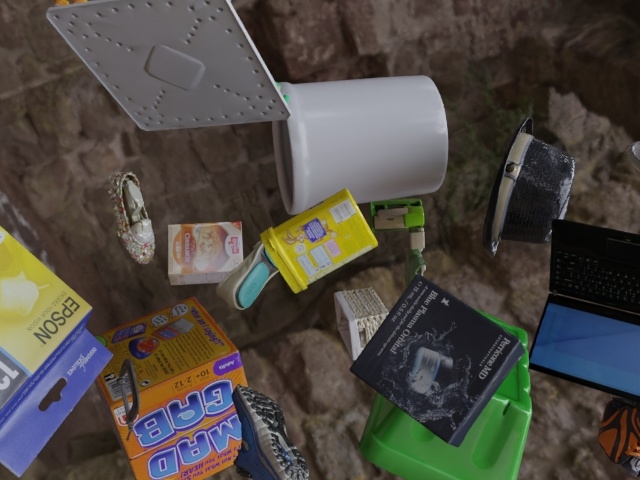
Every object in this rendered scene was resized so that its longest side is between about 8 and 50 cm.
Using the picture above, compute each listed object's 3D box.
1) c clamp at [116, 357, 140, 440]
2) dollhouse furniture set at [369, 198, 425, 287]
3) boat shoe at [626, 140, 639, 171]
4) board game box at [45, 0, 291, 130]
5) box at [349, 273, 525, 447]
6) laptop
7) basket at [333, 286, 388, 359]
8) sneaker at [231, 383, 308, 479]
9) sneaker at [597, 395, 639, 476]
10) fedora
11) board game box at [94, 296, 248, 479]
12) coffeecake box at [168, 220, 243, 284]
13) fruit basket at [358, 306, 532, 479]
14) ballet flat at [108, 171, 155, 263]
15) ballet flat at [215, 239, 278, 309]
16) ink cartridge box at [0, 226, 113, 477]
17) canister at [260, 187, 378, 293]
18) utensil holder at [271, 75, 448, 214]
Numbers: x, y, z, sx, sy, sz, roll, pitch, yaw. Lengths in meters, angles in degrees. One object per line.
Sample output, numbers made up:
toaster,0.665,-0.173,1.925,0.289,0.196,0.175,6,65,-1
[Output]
c clamp,-0.439,0.355,1.704,0.137,0.022,0.160,-52,-133,46
dollhouse furniture set,0.222,0.045,2.154,0.197,0.151,0.301,-75,161,-71
boat shoe,0.634,-0.136,1.364,0.063,0.066,0.184,47,6,-49
board game box,-0.301,-0.378,1.571,0.390,0.390,0.050,57,37,-55
box,0.151,0.153,0.961,0.158,0.156,0.093,34,-5,24
laptop,0.503,0.123,1.338,0.234,0.136,0.264,14,-51,31
basket,0.103,0.197,1.815,0.167,0.103,0.113,-118,-161,-66
sneaker,-0.154,0.469,1.740,0.130,0.147,0.330,33,15,-37
sneaker,0.770,0.460,1.691,0.124,0.180,0.321,35,-14,-23
fedora,0.481,-0.105,1.688,0.152,0.334,0.334,17,-29,19
board game box,-0.421,0.440,2.128,0.356,0.356,0.356,37,-37,54
coffeecake box,-0.289,0.032,1.898,0.068,0.185,0.142,98,-13,-61
fruit basket,0.213,0.330,1.252,0.283,0.392,0.392,23,-14,6
ballet flat,-0.460,-0.060,1.850,0.077,0.091,0.241,-21,-90,42
ballet flat,-0.128,0.045,1.571,0.086,0.248,0.086,26,-38,22
ink cartridge box,-0.494,0.155,1.173,0.307,0.072,0.303,42,30,-10
canister,0.000,0.000,1.298,0.126,0.170,0.073,59,4,-30
utensil holder,0.090,-0.248,1.892,0.327,0.385,0.327,173,-90,-81
